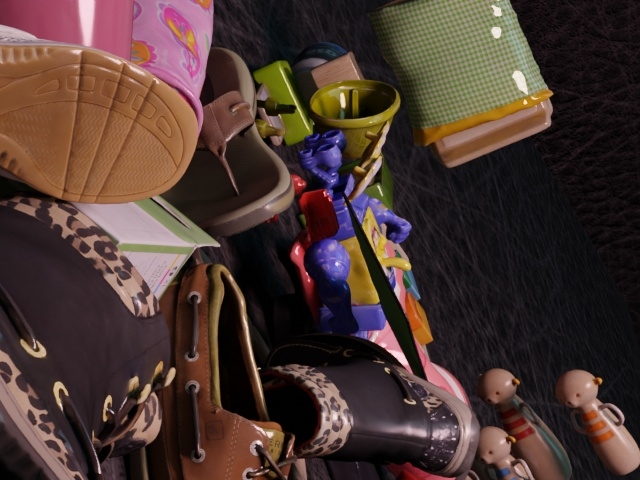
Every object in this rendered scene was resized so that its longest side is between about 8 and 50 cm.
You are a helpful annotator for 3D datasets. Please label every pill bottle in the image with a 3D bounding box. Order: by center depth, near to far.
[{"bbox_3d":[-0.003,-0.185,2.220,0.078,0.078,0.137,62,15,-13],"label":"pill bottle"}]

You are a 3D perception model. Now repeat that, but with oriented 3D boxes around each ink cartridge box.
[{"bbox_3d":[-0.160,-0.006,1.326,0.109,0.062,0.209,37,9,13],"label":"ink cartridge box"}]

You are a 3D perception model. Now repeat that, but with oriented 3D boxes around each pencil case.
[{"bbox_3d":[-0.154,-0.160,1.587,0.124,0.124,0.284,57,17,-30],"label":"pencil case"}]

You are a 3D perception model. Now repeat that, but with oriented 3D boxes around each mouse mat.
[{"bbox_3d":[0.063,0.062,1.600,0.189,0.007,0.152,68,-3,-51],"label":"mouse mat"}]

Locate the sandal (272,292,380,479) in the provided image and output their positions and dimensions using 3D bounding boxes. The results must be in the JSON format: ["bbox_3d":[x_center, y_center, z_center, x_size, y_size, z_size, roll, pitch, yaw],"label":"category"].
[{"bbox_3d":[0.024,0.165,1.795,0.254,0.054,0.097,67,15,5],"label":"sandal"}]

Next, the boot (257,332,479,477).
[{"bbox_3d":[-0.008,0.122,1.509,0.179,0.085,0.236,12,8,-43],"label":"boot"}]

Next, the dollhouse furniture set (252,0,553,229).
[{"bbox_3d":[0.094,-0.154,2.061,0.151,0.302,0.197,-72,138,-73],"label":"dollhouse furniture set"}]

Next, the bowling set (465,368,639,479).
[{"bbox_3d":[0.182,0.241,2.014,0.200,0.287,0.154,-41,102,-40],"label":"bowling set"}]

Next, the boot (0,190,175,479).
[{"bbox_3d":[-0.156,0.132,1.070,0.377,0.138,0.284,58,15,2],"label":"boot"}]

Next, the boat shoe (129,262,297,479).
[{"bbox_3d":[-0.075,0.159,1.359,0.111,0.104,0.307,31,37,-66],"label":"boat shoe"}]

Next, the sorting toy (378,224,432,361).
[{"bbox_3d":[0.078,0.039,2.224,0.193,0.038,0.208,54,19,-38],"label":"sorting toy"}]

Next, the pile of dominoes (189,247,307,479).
[{"bbox_3d":[-0.076,0.122,1.600,0.196,0.040,0.251,59,7,-20],"label":"pile of dominoes"}]

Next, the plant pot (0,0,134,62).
[{"bbox_3d":[-0.209,-0.168,1.284,0.201,0.201,0.180,-13,95,-75],"label":"plant pot"}]

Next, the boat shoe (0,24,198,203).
[{"bbox_3d":[-0.204,-0.093,1.166,0.277,0.098,0.096,14,12,-39],"label":"boat shoe"}]

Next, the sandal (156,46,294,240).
[{"bbox_3d":[-0.105,-0.094,1.645,0.302,0.120,0.086,-111,177,-53],"label":"sandal"}]

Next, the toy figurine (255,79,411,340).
[{"bbox_3d":[0.000,0.000,1.799,0.362,0.191,0.217,-74,150,-67],"label":"toy figurine"}]

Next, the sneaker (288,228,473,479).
[{"bbox_3d":[0.045,0.120,1.894,0.136,0.116,0.313,19,41,-57],"label":"sneaker"}]

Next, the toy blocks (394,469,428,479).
[{"bbox_3d":[0.080,0.306,1.421,0.381,0.191,0.260,6,68,-69],"label":"toy blocks"}]
